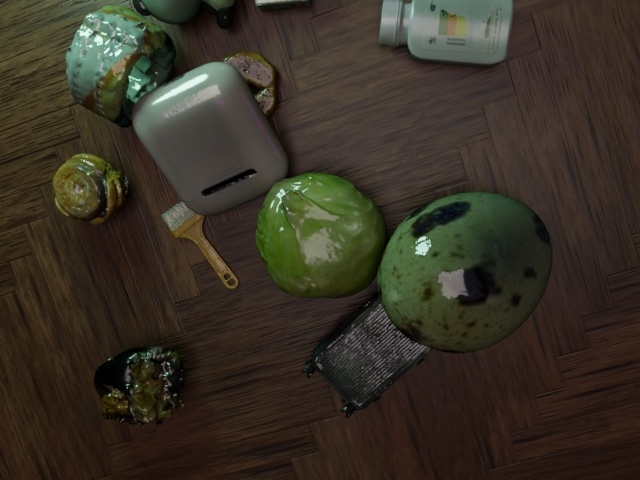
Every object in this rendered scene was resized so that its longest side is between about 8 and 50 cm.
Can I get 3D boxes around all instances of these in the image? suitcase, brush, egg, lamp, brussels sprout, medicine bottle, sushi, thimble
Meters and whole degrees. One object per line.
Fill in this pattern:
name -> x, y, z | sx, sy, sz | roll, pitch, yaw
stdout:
suitcase -> 0.122, 0.277, 1.622 | 0.312, 0.128, 0.202 | -44, 91, 11
brush -> -0.303, 0.017, 1.694 | 0.103, 0.013, 0.272 | -35, 94, 11
egg -> 0.331, 0.063, 1.447 | 0.428, 0.345, 0.345 | -28, 95, -16
lamp -> -0.319, -0.608, 1.524 | 0.244, 0.198, 0.197 | 10, 100, -10
brussels sprout -> 0.000, 0.000, 1.544 | 0.328, 0.247, 0.328 | -1, 82, 7
medicine bottle -> 0.289, -0.497, 1.496 | 0.296, 0.111, 0.161 | 8, 99, 7
sushi -> -0.477, 0.388, 1.691 | 0.213, 0.204, 0.200 | 6, 71, -30
thimble -> -0.465, -0.411, 1.510 | 0.167, 0.288, 0.254 | 30, 71, 0

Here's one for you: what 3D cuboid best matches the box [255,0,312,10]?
box -> -0.099, -0.693, 1.528 | 0.135, 0.079, 0.269 | -3, 98, 7

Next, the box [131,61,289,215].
box -> -0.257, -0.232, 1.534 | 0.289, 0.141, 0.349 | -24, 124, 9

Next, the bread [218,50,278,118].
bread -> -0.192, -0.374, 1.599 | 0.193, 0.064, 0.193 | 0, 100, 1

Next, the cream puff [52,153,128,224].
cream puff -> -0.582, -0.134, 1.645 | 0.189, 0.129, 0.189 | 5, 108, 15
